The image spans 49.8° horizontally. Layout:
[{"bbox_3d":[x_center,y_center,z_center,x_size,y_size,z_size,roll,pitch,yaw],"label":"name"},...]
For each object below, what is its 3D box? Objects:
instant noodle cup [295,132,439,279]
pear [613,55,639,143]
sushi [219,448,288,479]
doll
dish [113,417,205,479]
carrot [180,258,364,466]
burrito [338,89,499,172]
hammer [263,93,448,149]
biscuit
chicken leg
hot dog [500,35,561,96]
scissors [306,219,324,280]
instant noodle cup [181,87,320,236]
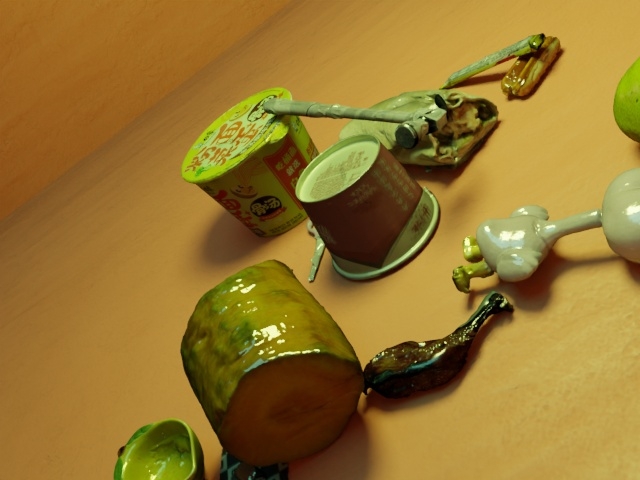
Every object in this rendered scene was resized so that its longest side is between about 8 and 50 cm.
[{"bbox_3d":[0.075,-0.071,1.263,0.234,0.178,0.235,-28,31,19],"label":"instant noodle cup"},{"bbox_3d":[0.522,-0.213,0.979,0.187,0.187,0.219,-48,13,-14],"label":"pear"},{"bbox_3d":[-0.113,0.349,1.064,0.139,0.031,0.201,-30,32,17],"label":"sushi"},{"bbox_3d":[0.357,-0.015,0.972,0.365,0.094,0.160,-14,29,33],"label":"doll"},{"bbox_3d":[-0.250,0.376,1.132,0.207,0.080,0.149,-2,51,44],"label":"dish"},{"bbox_3d":[-0.083,0.178,1.053,0.241,0.241,0.340,-41,33,-3],"label":"carrot"},{"bbox_3d":[0.172,-0.230,1.406,0.331,0.135,0.190,7,52,51],"label":"burrito"},{"bbox_3d":[0.043,-0.237,1.284,0.426,0.044,0.152,13,37,38],"label":"hammer"},{"bbox_3d":[0.351,-0.373,1.452,0.048,0.026,0.292,-47,17,-26],"label":"biscuit"},{"bbox_3d":[0.167,0.158,0.996,0.253,0.051,0.106,-30,27,10],"label":"chicken leg"},{"bbox_3d":[0.422,-0.351,1.381,0.071,0.045,0.165,9,55,54],"label":"hot dog"},{"bbox_3d":[0.000,0.000,1.405,0.110,0.021,0.212,-20,35,33],"label":"scissors"},{"bbox_3d":[-0.127,-0.164,1.560,0.311,0.221,0.311,-28,33,20],"label":"instant noodle cup"}]
